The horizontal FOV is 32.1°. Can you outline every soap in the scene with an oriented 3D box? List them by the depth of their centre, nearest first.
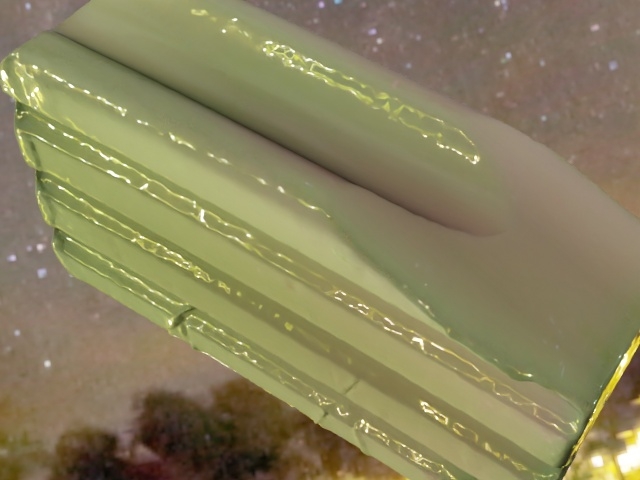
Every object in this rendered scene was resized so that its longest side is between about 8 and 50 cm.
[{"bbox_3d":[0.000,0.000,0.606,0.115,0.347,0.208,-50,-23,-29],"label":"soap"}]
